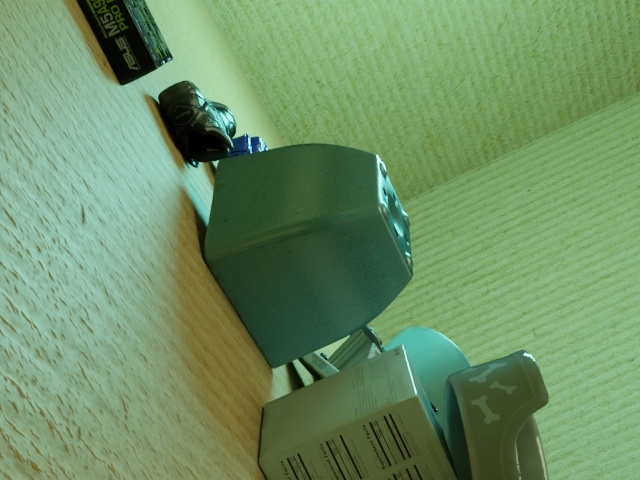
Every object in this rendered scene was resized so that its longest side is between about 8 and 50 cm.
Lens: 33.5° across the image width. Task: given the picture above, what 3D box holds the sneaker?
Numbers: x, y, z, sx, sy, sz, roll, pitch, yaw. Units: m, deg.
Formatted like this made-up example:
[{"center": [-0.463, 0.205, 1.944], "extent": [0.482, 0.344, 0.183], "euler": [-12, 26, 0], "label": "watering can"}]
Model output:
[{"center": [-0.187, -0.171, 1.757], "extent": [0.227, 0.087, 0.130], "euler": [36, 31, -75], "label": "sneaker"}]

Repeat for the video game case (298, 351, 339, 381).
[{"center": [0.046, 0.267, 1.787], "extent": [0.227, 0.026, 0.206], "euler": [51, -10, -29], "label": "video game case"}]

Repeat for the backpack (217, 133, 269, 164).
[{"center": [-0.144, -0.126, 1.958], "extent": [0.101, 0.098, 0.120], "euler": [44, 32, -53], "label": "backpack"}]

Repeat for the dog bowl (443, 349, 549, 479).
[{"center": [0.223, 0.313, 1.316], "extent": [0.349, 0.102, 0.348], "euler": [-6, 90, -89], "label": "dog bowl"}]

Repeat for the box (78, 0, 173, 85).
[{"center": [-0.307, -0.364, 1.534], "extent": [0.216, 0.060, 0.270], "euler": [-101, 166, -76], "label": "box"}]

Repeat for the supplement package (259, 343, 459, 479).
[{"center": [0.048, 0.260, 1.328], "extent": [0.194, 0.203, 0.149], "euler": [-92, 158, -77], "label": "supplement package"}]

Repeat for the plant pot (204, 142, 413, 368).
[{"center": [0.000, 0.000, 1.601], "extent": [0.247, 0.252, 0.247], "euler": [-88, 157, -52], "label": "plant pot"}]

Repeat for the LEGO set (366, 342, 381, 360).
[{"center": [0.118, 0.309, 1.684], "extent": [0.244, 0.060, 0.182], "euler": [52, 29, -19], "label": "LEGO set"}]

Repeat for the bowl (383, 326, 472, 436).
[{"center": [0.189, 0.358, 2.312], "extent": [0.312, 0.163, 0.311], "euler": [23, -59, 46], "label": "bowl"}]

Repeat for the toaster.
[{"center": [0.097, 0.280, 2.007], "extent": [0.227, 0.146, 0.129], "euler": [51, 1, 7], "label": "toaster"}]
